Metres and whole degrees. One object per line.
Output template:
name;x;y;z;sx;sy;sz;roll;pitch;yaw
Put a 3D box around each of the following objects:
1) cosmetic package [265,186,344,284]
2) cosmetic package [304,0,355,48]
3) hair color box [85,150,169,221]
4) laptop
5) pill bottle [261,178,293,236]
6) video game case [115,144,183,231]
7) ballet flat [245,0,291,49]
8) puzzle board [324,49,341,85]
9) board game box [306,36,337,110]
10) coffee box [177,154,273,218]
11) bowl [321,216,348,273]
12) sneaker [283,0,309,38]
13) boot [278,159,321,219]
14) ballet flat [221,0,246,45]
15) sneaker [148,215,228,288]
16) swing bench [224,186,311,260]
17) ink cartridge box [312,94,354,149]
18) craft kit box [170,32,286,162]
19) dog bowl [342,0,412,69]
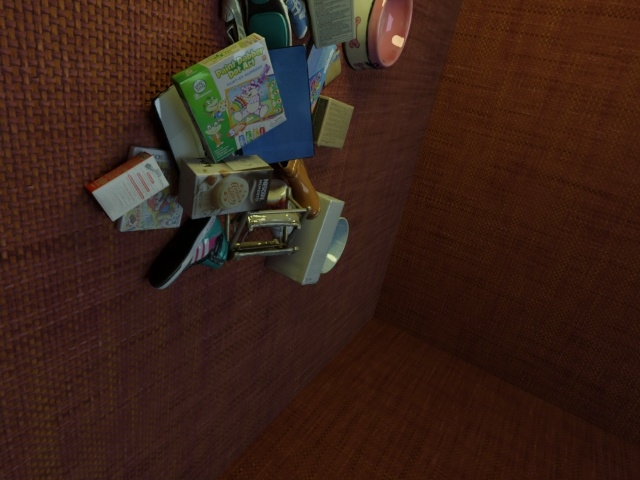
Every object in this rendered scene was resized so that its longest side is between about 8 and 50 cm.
cosmetic package;-0.069;-0.027;1.842;0.156;0.217;0.386;1;112;-64
cosmetic package;0.023;-0.793;1.356;0.296;0.153;0.129;80;-4;-62
hair color box;-0.475;-0.136;1.051;0.167;0.053;0.093;-40;137;-24
laptop;-0.216;-0.314;1.240;0.382;0.236;0.408;85;28;-46
pill bottle;-0.170;-0.122;1.657;0.121;0.121;0.221;-52;152;-30
video game case;-0.453;-0.140;1.174;0.206;0.026;0.227;-11;121;-62
ballet flat;-0.153;-0.686;1.214;0.139;0.139;0.400;-55;152;-25
puzzle board;0.045;-0.703;1.727;0.128;0.011;0.097;-51;150;-32
board game box;-0.028;-0.635;1.603;0.145;0.027;0.282;14;98;-60
coffee box;-0.272;-0.161;1.225;0.246;0.098;0.141;-14;133;-39
bowl;0.000;0.000;2.073;0.289;0.155;0.290;-46;149;-39
sneaker;-0.095;-0.743;1.335;0.081;0.080;0.211;-45;139;-28
boot;-0.086;-0.233;1.607;0.220;0.108;0.284;51;26;-70
ballet flat;-0.243;-0.602;1.169;0.052;0.057;0.168;-45;149;-21
sneaker;-0.400;0.057;1.353;0.296;0.123;0.178;-58;145;-22
swing bench;-0.203;-0.040;1.471;0.253;0.165;0.255;-6;127;-36
ink cartridge box;0.036;-0.497;1.793;0.234;0.088;0.194;-14;125;-62
craft kit box;-0.227;-0.369;1.117;0.249;0.061;0.247;-37;141;-16
dog bowl;0.255;-0.924;1.797;0.408;0.150;0.408;-45;147;-39
